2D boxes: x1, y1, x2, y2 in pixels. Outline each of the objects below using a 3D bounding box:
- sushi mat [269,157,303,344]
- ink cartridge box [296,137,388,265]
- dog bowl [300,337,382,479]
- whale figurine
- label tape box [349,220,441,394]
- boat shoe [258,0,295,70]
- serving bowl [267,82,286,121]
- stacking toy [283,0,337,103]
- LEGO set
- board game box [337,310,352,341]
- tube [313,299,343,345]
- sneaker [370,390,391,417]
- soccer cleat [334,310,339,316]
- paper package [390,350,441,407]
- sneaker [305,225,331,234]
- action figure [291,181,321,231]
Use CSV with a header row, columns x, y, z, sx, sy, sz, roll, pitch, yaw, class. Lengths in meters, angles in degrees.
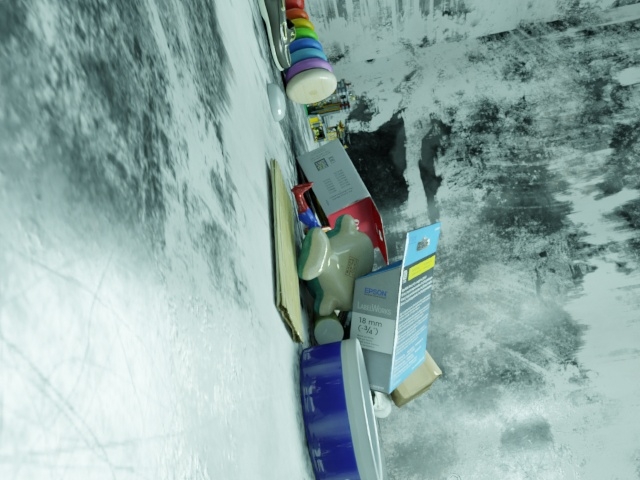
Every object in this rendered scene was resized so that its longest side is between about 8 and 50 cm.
x,y,z,sx,sy,sz,roll,pitch,yaw,class
-0.062,0.016,1.120,0.151,0.019,0.317,75,8,-54,sushi mat
0.067,-0.072,1.731,0.309,0.130,0.272,69,-5,-62,ink cartridge box
0.040,0.318,1.157,0.265,0.104,0.265,-10,90,-85,dog bowl
0.009,0.045,1.308,0.272,0.141,0.217,24,79,-62,whale figurine
0.160,0.126,1.366,0.240,0.105,0.334,-14,111,-63,label tape box
-0.096,-0.513,1.525,0.228,0.068,0.081,74,8,-48,boat shoe
-0.092,-0.301,1.374,0.083,0.027,0.084,-11,90,-85,serving bowl
-0.058,-0.551,1.753,0.141,0.141,0.331,63,12,-72,stacking toy
0.042,-0.524,2.368,0.331,0.192,0.255,74,8,-47,LEGO set
0.070,0.250,1.433,0.126,0.026,0.186,45,38,-17,board game box
0.010,0.169,1.409,0.070,0.062,0.240,-63,-172,6,tube
0.173,0.554,2.227,0.152,0.114,0.305,-85,157,-48,sneaker
0.054,0.237,1.587,0.143,0.116,0.331,45,25,-11,soccer cleat
0.266,0.413,2.287,0.325,0.168,0.309,55,-10,18,paper package
0.000,0.000,1.602,0.175,0.064,0.068,45,45,-77,sneaker
0.030,0.000,1.475,0.091,0.138,0.281,-68,146,-76,action figure
